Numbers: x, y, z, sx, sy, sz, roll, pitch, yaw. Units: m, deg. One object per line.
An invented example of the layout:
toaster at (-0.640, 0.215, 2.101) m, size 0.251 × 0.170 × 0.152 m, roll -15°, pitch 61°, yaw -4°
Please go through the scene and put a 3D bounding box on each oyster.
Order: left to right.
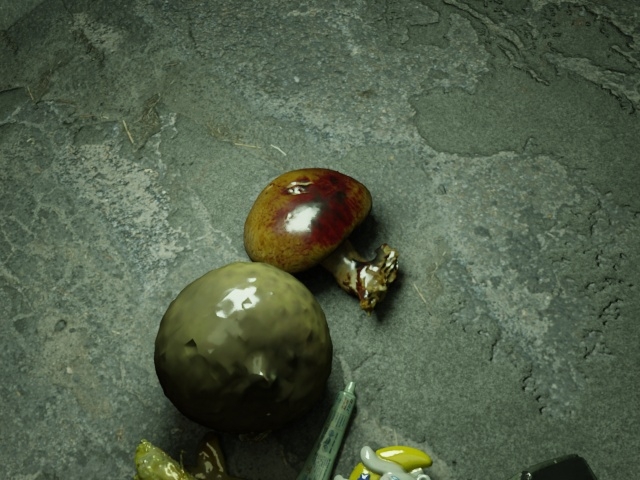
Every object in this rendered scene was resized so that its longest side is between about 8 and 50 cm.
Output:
oyster at (-0.141, 0.441, 1.603) m, size 0.093 × 0.034 × 0.051 m, roll -7°, pitch 44°, yaw 17°

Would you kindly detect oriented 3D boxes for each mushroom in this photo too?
mushroom at (0.005, -0.021, 1.754) m, size 0.334 × 0.356 × 0.331 m, roll -4°, pitch 55°, yaw 50°

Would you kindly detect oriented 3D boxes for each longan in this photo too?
longan at (-0.165, 0.240, 1.524) m, size 0.391 × 0.391 × 0.391 m, roll -4°, pitch 61°, yaw 6°

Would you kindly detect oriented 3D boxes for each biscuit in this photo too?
biscuit at (-0.229, 0.546, 1.547) m, size 0.208 × 0.047 × 0.164 m, roll 38°, pitch 75°, yaw 23°

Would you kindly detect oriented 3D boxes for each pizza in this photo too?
pizza at (-0.343, 0.564, 1.497) m, size 0.280 × 0.075 × 0.287 m, roll -38°, pitch 67°, yaw 4°

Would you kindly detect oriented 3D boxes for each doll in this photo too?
doll at (0.154, 0.541, 1.459) m, size 0.237 × 0.111 × 0.252 m, roll -32°, pitch 53°, yaw -11°

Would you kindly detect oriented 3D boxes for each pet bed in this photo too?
pet bed at (0.466, 0.557, 1.390) m, size 0.183 × 0.159 × 0.210 m, roll -9°, pitch 58°, yaw -27°

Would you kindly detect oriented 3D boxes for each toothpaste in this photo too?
toothpaste at (0.023, 0.442, 1.570) m, size 0.069 × 0.047 × 0.268 m, roll 25°, pitch 68°, yaw 0°
